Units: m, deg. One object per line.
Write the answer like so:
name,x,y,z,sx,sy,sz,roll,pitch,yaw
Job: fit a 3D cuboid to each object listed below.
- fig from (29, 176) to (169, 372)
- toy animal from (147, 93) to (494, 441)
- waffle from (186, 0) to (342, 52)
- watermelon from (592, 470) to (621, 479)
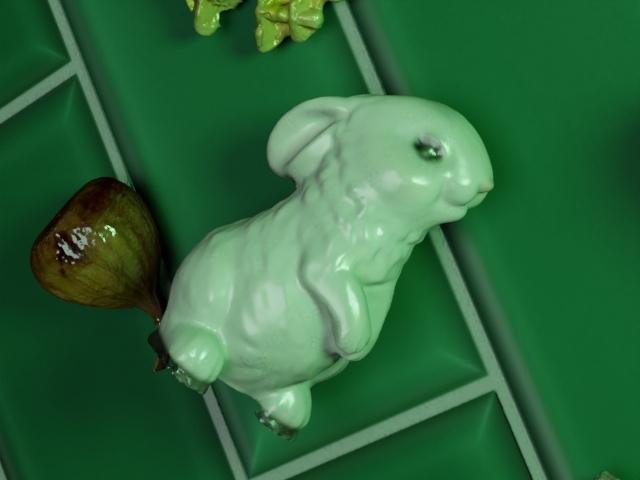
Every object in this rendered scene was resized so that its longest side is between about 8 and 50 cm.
fig,-0.206,0.035,1.785,0.201,0.134,0.146,44,148,-1
toy animal,0.000,0.000,1.611,0.357,0.194,0.258,-52,42,9
waffle,-0.057,-0.323,1.671,0.250,0.056,0.261,-34,74,31
watermelon,0.267,0.279,1.518,0.187,0.071,0.139,7,92,41
